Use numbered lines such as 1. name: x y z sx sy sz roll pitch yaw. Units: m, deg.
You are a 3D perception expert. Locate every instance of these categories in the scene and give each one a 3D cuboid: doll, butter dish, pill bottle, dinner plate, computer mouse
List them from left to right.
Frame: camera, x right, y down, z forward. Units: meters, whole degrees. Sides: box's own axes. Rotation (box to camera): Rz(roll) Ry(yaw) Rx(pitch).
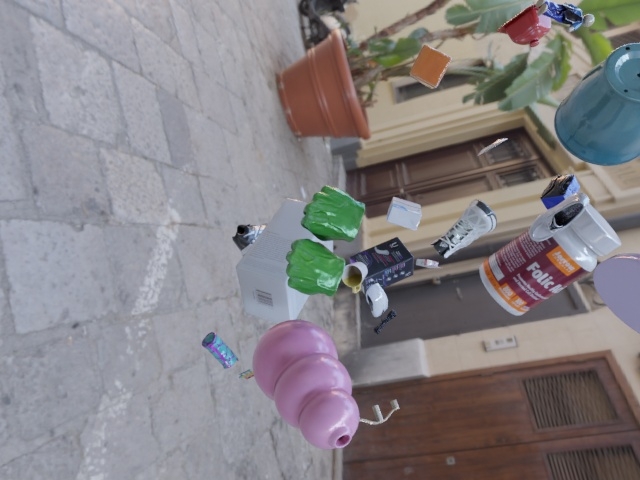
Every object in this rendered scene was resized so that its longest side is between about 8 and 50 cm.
1. computer mouse: 0.203 0.229 1.704 0.042 0.106 0.192 32 -28 48
2. dinner plate: 0.738 -0.407 2.163 0.017 0.141 0.141 59 13 2
3. butter dish: 0.750 -0.749 1.793 0.160 0.160 0.118 -8 78 -36
4. pill bottle: 0.742 0.055 1.641 0.224 0.392 0.224 31 34 -24
5. doll: 0.767 -0.702 1.565 0.046 0.189 0.128 126 -29 -62

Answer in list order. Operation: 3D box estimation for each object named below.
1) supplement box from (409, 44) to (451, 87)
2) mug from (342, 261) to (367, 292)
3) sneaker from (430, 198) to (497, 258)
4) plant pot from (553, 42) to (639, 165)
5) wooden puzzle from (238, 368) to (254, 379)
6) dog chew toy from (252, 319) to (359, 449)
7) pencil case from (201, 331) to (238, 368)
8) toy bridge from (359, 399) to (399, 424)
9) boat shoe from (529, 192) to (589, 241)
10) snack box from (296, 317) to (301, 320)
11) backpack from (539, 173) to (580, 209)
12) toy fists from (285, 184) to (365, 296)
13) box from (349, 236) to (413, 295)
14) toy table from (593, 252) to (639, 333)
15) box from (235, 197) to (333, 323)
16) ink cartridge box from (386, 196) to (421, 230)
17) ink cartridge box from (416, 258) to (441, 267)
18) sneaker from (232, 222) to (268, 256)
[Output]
1. supplement box: 0.272 -0.433 1.262 0.078 0.080 0.233 -63 177 19
2. mug: 0.092 0.092 1.337 0.064 0.062 0.078 -28 149 -61
3. sneaker: 0.699 -0.024 2.484 0.169 0.258 0.447 49 -12 14
4. plant pot: 0.820 -0.384 1.373 0.255 0.272 0.271 70 12 -68
5. wooden puzzle: -0.277 0.515 1.929 0.049 0.083 0.006 47 20 -45
6. dog chew toy: -0.025 0.329 1.136 0.332 0.207 0.206 47 -16 51
7. pencil case: -0.364 0.400 1.816 0.151 0.065 0.070 57 2 -34
8. toy bridge: 0.210 0.635 1.832 0.026 0.188 0.063 120 -43 -52
9. boat shoe: 0.629 -0.052 1.331 0.066 0.184 0.063 49 42 1
10. snack box: -0.082 0.412 1.883 0.174 0.070 0.206 80 1 -69
11. backpack: 0.818 -0.160 1.701 0.101 0.098 0.120 48 62 -27
12. toy fists: 0.000 0.000 1.262 0.279 0.142 0.096 -69 -163 -3
13. box: 0.299 0.124 2.446 0.143 0.271 0.165 78 -14 -47
14. toy table: 0.709 0.095 0.974 0.274 0.161 0.252 50 -25 47
15. box: -0.100 0.062 1.595 0.214 0.169 0.345 88 25 -43
16. ink cartridge box: 0.288 -0.099 1.732 0.180 0.104 0.060 -63 170 -71
17. ink cartridge box: 0.474 0.100 2.178 0.115 0.063 0.029 -4 -106 65
18. sneaker: -0.267 -0.031 1.933 0.106 0.078 0.234 48 30 -7
